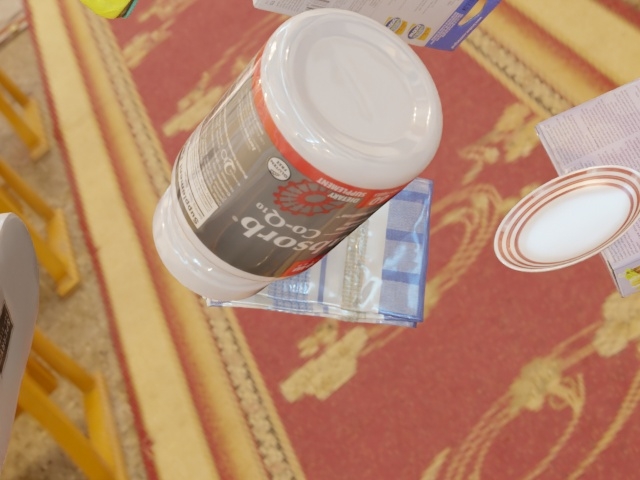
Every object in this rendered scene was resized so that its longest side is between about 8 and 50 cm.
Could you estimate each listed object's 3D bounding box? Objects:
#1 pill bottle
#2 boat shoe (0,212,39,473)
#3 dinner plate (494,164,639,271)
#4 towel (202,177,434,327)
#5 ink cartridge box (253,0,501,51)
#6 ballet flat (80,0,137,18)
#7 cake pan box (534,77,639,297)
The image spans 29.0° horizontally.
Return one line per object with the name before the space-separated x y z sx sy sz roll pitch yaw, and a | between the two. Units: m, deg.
pill bottle | -0.042 -0.079 1.384 0.363 0.210 0.210 -42 20 51
boat shoe | -0.243 0.074 0.722 0.105 0.113 0.306 -9 31 2
dinner plate | 0.216 -0.016 1.064 0.141 0.017 0.141 -26 28 15
towel | 0.000 0.000 1.597 0.034 0.285 0.209 121 155 -75
ink cartridge box | 0.087 -0.346 1.609 0.186 0.311 0.065 -47 40 49
ballet flat | -0.168 -0.316 1.172 0.231 0.077 0.077 -54 30 19
cake pan box | 0.408 -0.091 1.447 0.246 0.070 0.266 -24 48 6
